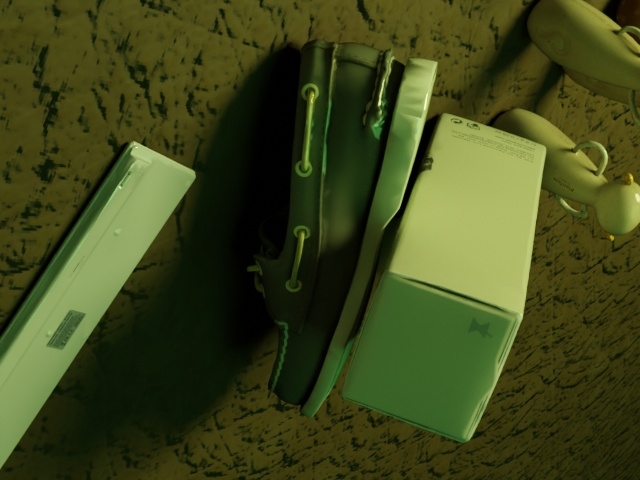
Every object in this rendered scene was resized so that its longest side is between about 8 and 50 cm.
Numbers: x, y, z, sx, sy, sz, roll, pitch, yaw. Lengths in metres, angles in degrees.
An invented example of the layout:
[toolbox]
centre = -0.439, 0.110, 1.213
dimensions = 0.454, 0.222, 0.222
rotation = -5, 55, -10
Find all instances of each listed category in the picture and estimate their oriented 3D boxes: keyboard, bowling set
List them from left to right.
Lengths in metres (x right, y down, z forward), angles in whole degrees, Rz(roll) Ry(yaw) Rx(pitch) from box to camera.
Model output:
[keyboard]
centre = -0.167, 0.054, 0.779
dimensions = 0.256, 0.014, 0.072
rotation = -55, 156, 5
[bowling set]
centre = 0.278, -0.167, 1.027
dimensions = 0.199, 0.154, 0.287
rotation = -27, 142, -37

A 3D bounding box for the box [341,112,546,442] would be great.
[box]
centre = 0.097, 0.014, 0.901
dimensions = 0.275, 0.094, 0.113
rotation = -64, 172, -61

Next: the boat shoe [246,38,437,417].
[boat shoe]
centre = 0.001, -0.003, 0.876
dimensions = 0.109, 0.091, 0.305
rotation = -71, 178, -54
